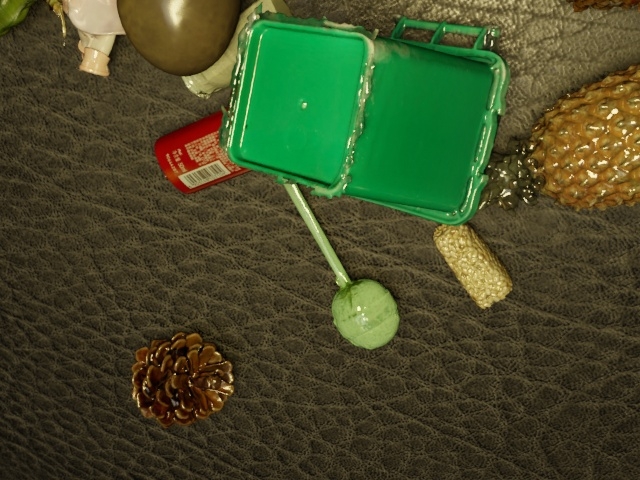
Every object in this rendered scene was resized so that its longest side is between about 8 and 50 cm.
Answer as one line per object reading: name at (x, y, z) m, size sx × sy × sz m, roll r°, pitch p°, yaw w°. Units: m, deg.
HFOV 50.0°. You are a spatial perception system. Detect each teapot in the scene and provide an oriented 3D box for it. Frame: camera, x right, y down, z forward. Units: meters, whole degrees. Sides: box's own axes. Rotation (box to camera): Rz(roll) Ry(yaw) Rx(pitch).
teapot at (-0.143, -0.324, 1.114) m, size 0.200 × 0.077 × 0.107 m, roll -29°, pitch 79°, yaw 22°

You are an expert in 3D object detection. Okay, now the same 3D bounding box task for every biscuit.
biscuit at (0.258, 0.034, 1.165) m, size 0.070 × 0.082 × 0.168 m, roll -35°, pitch 100°, yaw 22°

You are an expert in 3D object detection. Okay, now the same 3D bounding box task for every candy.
candy at (0.000, 0.000, 1.215) m, size 0.119 × 0.119 × 0.439 m, roll -29°, pitch 96°, yaw 23°

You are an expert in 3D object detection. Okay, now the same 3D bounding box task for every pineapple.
pineapple at (0.364, -0.129, 1.025) m, size 0.362 × 0.202 × 0.202 m, roll -14°, pitch 109°, yaw 33°

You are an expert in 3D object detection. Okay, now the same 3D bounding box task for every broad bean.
broad bean at (-0.495, -0.374, 1.114) m, size 0.318 × 0.056 × 0.098 m, roll 20°, pitch 106°, yaw 45°

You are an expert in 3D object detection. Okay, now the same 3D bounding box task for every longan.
longan at (-0.208, -0.353, 1.011) m, size 0.198 × 0.198 × 0.212 m, roll 11°, pitch 80°, yaw 9°

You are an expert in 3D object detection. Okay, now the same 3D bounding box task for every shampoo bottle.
shampoo bottle at (-0.132, -0.171, 1.149) m, size 0.314 × 0.076 × 0.118 m, roll -17°, pitch 116°, yaw 29°

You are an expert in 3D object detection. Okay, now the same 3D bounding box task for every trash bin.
trash bin at (0.077, -0.181, 0.925) m, size 0.259 × 0.381 × 0.295 m, roll 19°, pitch 102°, yaw 31°

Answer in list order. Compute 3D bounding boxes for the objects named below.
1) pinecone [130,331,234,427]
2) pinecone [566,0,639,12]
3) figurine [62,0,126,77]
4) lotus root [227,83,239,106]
pinecone at (-0.263, 0.270, 1.346) m, size 0.212 × 0.168 × 0.185 m, roll -28°, pitch 118°, yaw 36°
pinecone at (0.395, -0.412, 0.858) m, size 0.264 × 0.264 × 0.264 m, roll 5°, pitch 114°, yaw 11°
figurine at (-0.349, -0.405, 1.094) m, size 0.200 × 0.133 × 0.275 m, roll 16°, pitch 115°, yaw 0°
lotus root at (-0.115, -0.251, 1.148) m, size 0.099 × 0.054 × 0.049 m, roll -18°, pitch 88°, yaw 23°
